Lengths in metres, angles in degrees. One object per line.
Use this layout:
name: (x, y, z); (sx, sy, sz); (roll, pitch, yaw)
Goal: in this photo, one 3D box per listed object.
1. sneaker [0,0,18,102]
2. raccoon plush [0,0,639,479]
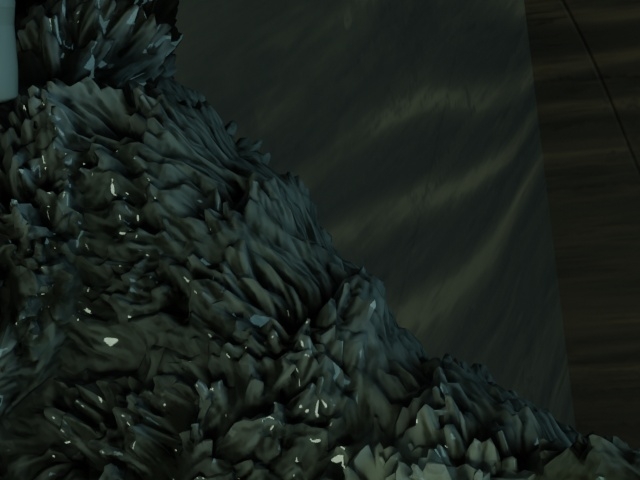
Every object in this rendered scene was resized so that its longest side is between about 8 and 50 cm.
sneaker: (-0.171, -0.097, 0.424); (0.366, 0.135, 0.150); (-42, 126, -83)
raccoon plush: (0.000, 0.000, 0.658); (0.216, 0.299, 0.446); (30, 57, -70)
